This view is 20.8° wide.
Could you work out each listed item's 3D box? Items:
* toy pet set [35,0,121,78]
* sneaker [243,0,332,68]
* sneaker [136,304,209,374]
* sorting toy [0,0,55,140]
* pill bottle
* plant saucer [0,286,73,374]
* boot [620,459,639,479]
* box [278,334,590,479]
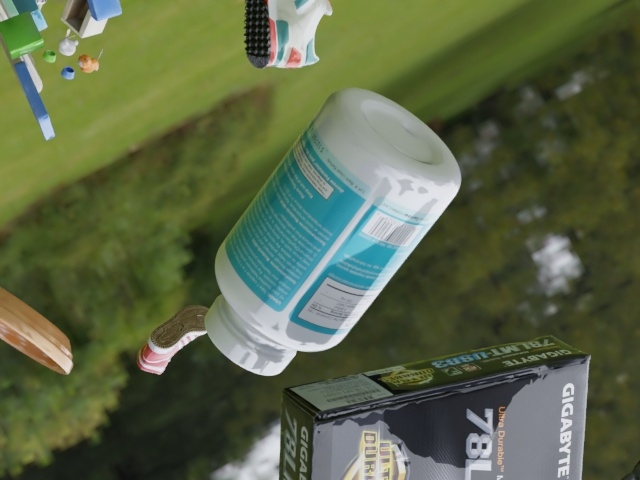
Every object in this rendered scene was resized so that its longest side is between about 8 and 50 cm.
[{"bbox_3d":[-0.276,-0.253,1.955,0.114,0.122,0.065,-27,153,-49],"label":"toy pet set"},{"bbox_3d":[-0.027,-0.239,1.639,0.075,0.161,0.057,2,-179,-33],"label":"sneaker"},{"bbox_3d":[-0.181,0.124,2.156,0.118,0.042,0.067,-27,160,-49],"label":"sneaker"},{"bbox_3d":[-0.310,-0.261,1.666,0.047,0.348,0.196,-24,153,-8],"label":"sorting toy"},{"bbox_3d":[0.000,0.000,1.598,0.264,0.146,0.146,-52,168,23],"label":"pill bottle"},{"bbox_3d":[-0.379,0.093,2.110,0.037,0.200,0.200,-56,-174,-14],"label":"plant saucer"},{"bbox_3d":[0.282,0.187,1.273,0.338,0.118,0.223,-37,156,-15],"label":"boot"},{"bbox_3d":[0.102,0.252,1.579,0.293,0.295,0.073,-7,-159,-27],"label":"box"}]
